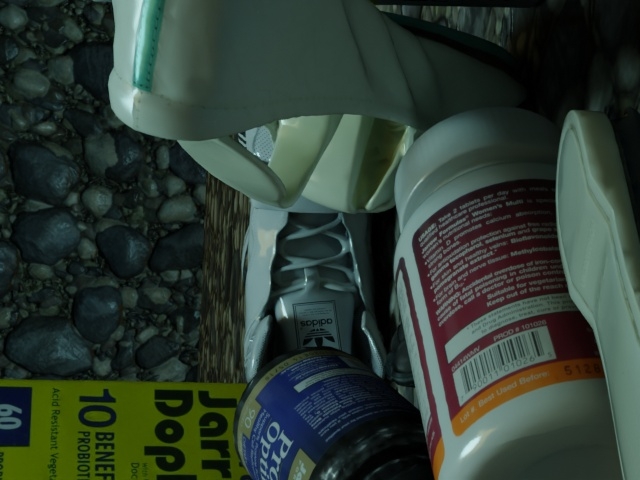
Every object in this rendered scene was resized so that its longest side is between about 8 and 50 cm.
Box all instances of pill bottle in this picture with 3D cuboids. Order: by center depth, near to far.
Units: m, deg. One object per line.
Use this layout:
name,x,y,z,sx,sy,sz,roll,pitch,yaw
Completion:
pill bottle,0.101,0.039,0.726,0.221,0.121,0.121,-98,15,-48
pill bottle,0.030,0.164,1.039,0.219,0.123,0.122,-145,57,-62

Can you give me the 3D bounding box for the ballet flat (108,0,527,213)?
ballet flat,0.000,-0.079,0.799,0.400,0.139,0.139,11,-101,-66

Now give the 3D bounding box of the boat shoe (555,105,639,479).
boat shoe,0.148,0.041,0.578,0.254,0.079,0.095,-94,3,-51

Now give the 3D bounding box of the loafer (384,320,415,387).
loafer,0.078,0.071,1.020,0.170,0.062,0.061,173,103,-78

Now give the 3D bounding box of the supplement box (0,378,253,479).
supplement box,-0.118,0.247,1.225,0.195,0.357,0.194,104,164,-49

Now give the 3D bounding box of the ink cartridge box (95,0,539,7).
ink cartridge box,0.016,-0.209,0.813,0.201,0.278,0.117,145,123,-77

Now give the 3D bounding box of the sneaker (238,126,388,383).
sneaker,0.000,0.000,1.268,0.365,0.137,0.210,96,170,-48
